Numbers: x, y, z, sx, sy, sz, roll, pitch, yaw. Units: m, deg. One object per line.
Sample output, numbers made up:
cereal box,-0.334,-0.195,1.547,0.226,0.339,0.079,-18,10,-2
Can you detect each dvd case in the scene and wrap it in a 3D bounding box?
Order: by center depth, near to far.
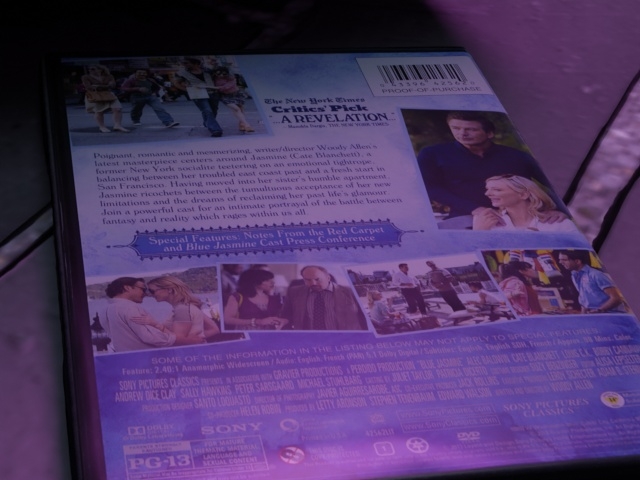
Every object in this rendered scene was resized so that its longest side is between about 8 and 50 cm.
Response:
dvd case,0.000,0.000,0.461,0.180,0.022,0.253,-3,36,-12
